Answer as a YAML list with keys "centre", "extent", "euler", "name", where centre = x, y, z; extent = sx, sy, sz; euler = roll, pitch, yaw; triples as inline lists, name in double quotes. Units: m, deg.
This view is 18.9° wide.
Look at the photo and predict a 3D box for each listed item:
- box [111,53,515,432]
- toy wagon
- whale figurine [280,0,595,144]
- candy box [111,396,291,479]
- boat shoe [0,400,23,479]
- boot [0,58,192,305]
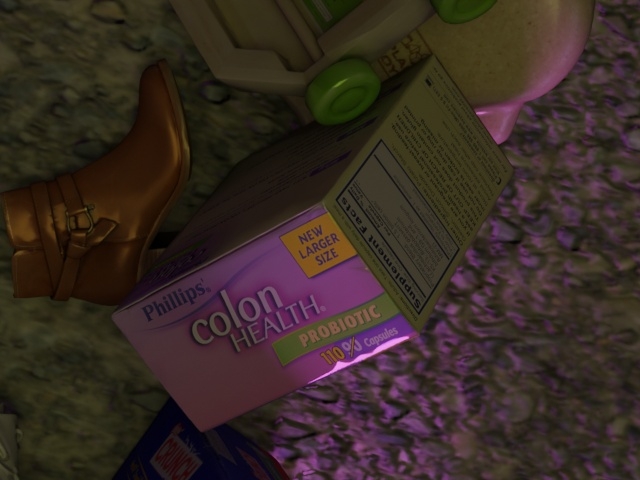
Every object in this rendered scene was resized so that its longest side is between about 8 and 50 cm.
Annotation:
- centre: [0.000, 0.000, 1.436]
  extent: [0.213, 0.243, 0.117]
  euler: [-27, 106, 34]
  name: "box"
- centre: [0.037, -0.259, 1.434]
  extent: [0.344, 0.068, 0.267]
  euler: [-38, 63, 14]
  name: "toy wagon"
- centre: [0.088, -0.173, 1.536]
  extent: [0.272, 0.141, 0.216]
  euler: [-31, 104, 22]
  name: "whale figurine"
- centre: [-0.139, 0.302, 1.488]
  extent: [0.122, 0.268, 0.317]
  euler: [35, 92, -16]
  name: "candy box"
- centre: [-0.277, 0.161, 1.533]
  extent: [0.084, 0.095, 0.258]
  euler: [-45, 116, -33]
  name: "boat shoe"
- centre: [-0.177, -0.043, 1.527]
  extent: [0.152, 0.073, 0.197]
  euler: [-3, 97, -5]
  name: "boot"
